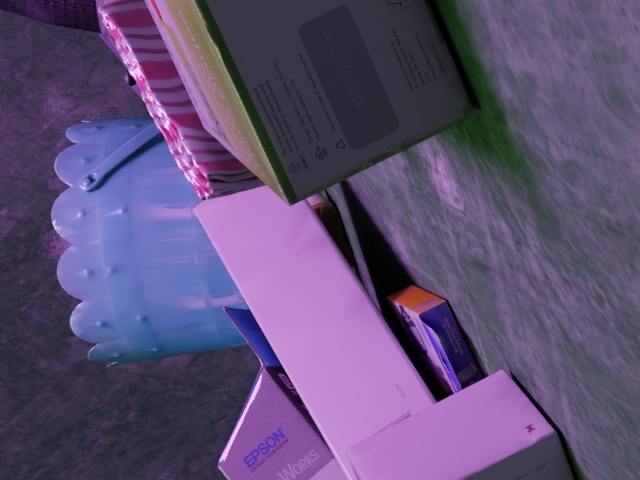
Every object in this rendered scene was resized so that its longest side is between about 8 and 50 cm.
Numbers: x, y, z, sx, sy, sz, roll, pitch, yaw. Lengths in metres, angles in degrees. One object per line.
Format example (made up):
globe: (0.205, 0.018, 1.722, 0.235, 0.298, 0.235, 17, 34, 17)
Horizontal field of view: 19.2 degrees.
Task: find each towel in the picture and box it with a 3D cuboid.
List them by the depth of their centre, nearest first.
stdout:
towel: (-0.055, -0.121, 1.325, 0.029, 0.144, 0.197, 95, 151, -53)

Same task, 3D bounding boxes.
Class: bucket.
bucket: (-0.146, -0.007, 1.947, 0.281, 0.183, 0.281, -6, -90, -80)

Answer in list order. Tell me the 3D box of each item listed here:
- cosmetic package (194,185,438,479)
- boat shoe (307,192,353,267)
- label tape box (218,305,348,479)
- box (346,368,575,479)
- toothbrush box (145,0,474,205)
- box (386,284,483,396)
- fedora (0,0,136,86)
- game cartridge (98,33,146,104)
cosmetic package: (0.050, 0.144, 1.605, 0.377, 0.097, 0.284, 58, -178, 42)
boat shoe: (0.000, 0.000, 1.809, 0.135, 0.050, 0.045, 86, 162, -48)
label tape box: (0.008, 0.228, 1.836, 0.334, 0.106, 0.240, 51, -170, 15)
box: (0.114, 0.200, 1.314, 0.170, 0.130, 0.091, 68, 173, -30)
toothbrush box: (-0.037, -0.159, 1.117, 0.206, 0.122, 0.283, 65, 175, -17)
box: (0.092, 0.081, 1.472, 0.081, 0.028, 0.136, 64, 172, -9)
fedora: (-0.213, -0.280, 1.485, 0.334, 0.152, 0.334, 177, 90, -86)
game cartridge: (-0.168, -0.165, 2.212, 0.230, 0.068, 0.355, 55, 179, -30)
